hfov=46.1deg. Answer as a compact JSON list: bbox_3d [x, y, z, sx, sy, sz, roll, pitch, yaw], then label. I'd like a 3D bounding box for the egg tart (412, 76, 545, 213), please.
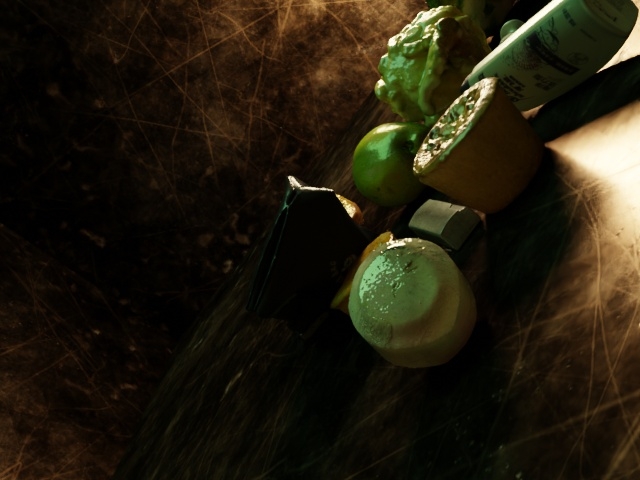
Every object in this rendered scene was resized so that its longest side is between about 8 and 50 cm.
[{"bbox_3d":[0.260,-0.144,1.199,0.203,0.147,0.202,-53,9,13],"label":"egg tart"}]

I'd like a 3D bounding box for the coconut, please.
[{"bbox_3d":[0.128,0.086,1.019,0.171,0.171,0.183,-55,-29,-4],"label":"coconut"}]

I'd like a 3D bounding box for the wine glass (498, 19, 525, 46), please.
[{"bbox_3d":[0.422,-0.426,1.626,0.073,0.073,0.155,-48,8,32],"label":"wine glass"}]

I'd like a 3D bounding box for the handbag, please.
[{"bbox_3d":[-0.018,0.056,1.538,0.342,0.152,0.288,36,-102,-56],"label":"handbag"}]

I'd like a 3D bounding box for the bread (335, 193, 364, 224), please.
[{"bbox_3d":[0.000,0.000,1.845,0.268,0.145,0.268,-57,-8,-12],"label":"bread"}]

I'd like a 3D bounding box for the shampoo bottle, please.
[{"bbox_3d":[0.367,-0.294,1.243,0.078,0.134,0.359,-59,9,-21],"label":"shampoo bottle"}]

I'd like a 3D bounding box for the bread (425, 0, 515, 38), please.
[{"bbox_3d":[0.401,-0.707,1.899,0.366,0.129,0.382,-13,-66,-51],"label":"bread"}]

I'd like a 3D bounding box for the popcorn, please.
[{"bbox_3d":[0.259,-0.361,1.646,0.237,0.293,0.293,-14,36,41],"label":"popcorn"}]

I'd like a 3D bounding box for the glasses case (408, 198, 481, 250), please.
[{"bbox_3d":[0.214,-0.032,1.331,0.071,0.047,0.205,-53,10,0],"label":"glasses case"}]

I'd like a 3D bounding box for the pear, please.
[{"bbox_3d":[0.165,-0.169,1.631,0.187,0.187,0.219,-59,14,-25],"label":"pear"}]

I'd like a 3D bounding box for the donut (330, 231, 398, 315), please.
[{"bbox_3d":[0.101,0.073,1.431,0.174,0.074,0.190,-49,7,32],"label":"donut"}]
